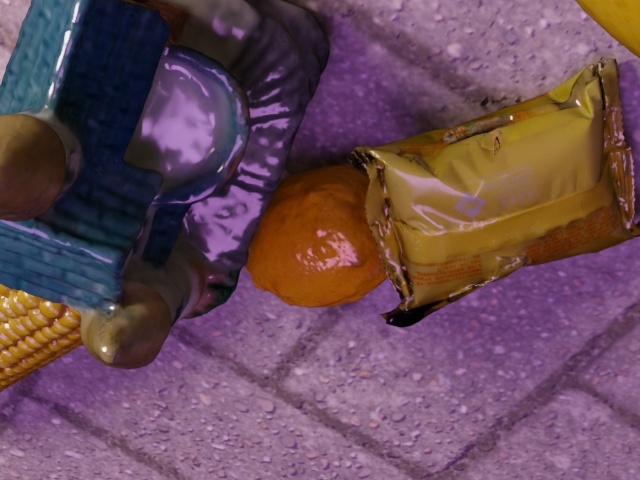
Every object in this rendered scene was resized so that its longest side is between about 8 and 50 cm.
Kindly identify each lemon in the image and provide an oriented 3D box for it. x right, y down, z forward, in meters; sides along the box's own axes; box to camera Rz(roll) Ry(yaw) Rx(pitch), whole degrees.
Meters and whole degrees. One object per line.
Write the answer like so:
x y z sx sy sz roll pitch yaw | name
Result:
0.000 0.000 0.996 0.155 0.114 0.114 -24 118 39 | lemon

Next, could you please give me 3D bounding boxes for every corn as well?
-0.299 0.064 1.127 0.387 0.144 0.144 -29 116 36 | corn

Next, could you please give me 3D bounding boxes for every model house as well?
-0.131 -0.048 0.806 0.194 0.325 0.267 22 103 -1 | model house

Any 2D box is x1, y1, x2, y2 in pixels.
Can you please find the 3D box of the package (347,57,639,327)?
0.136 -0.032 0.922 0.226 0.090 0.168 -17 120 0 | package

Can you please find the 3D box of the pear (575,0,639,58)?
0.267 -0.218 0.571 0.362 0.362 0.418 -29 124 34 | pear
